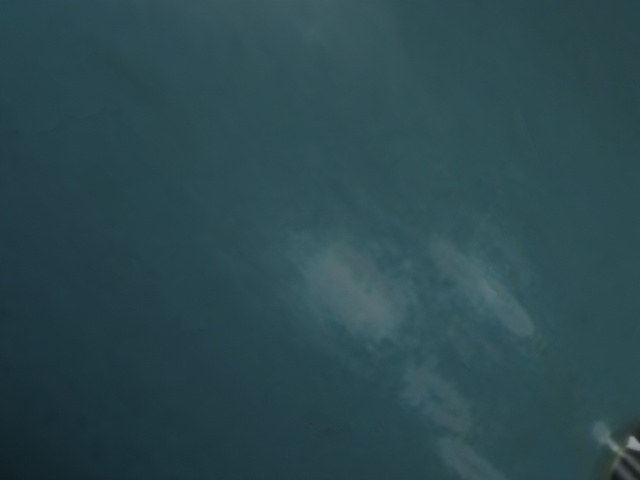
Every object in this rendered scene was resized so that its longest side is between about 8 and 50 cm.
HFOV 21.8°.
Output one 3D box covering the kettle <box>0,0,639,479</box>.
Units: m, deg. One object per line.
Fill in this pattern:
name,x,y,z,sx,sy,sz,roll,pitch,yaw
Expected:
kettle,0.000,0.000,0.475,0.342,0.319,0.247,45,86,-13
